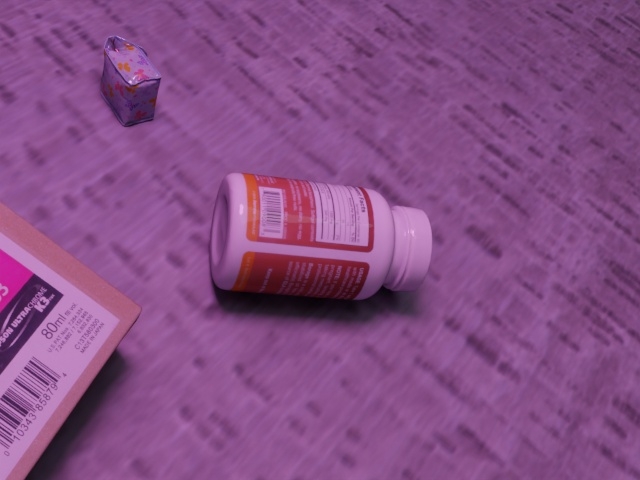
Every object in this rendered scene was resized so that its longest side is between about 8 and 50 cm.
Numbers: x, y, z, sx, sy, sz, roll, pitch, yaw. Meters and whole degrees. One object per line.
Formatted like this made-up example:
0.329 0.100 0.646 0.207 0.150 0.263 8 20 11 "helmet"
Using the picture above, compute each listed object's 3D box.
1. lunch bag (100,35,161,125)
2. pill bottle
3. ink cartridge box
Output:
-0.225 -0.189 1.027 0.053 0.071 0.083 -24 63 -34 "lunch bag"
0.000 0.000 0.923 0.216 0.121 0.121 6 50 -17 "pill bottle"
-0.289 0.093 0.719 0.193 0.088 0.235 39 46 -12 "ink cartridge box"
